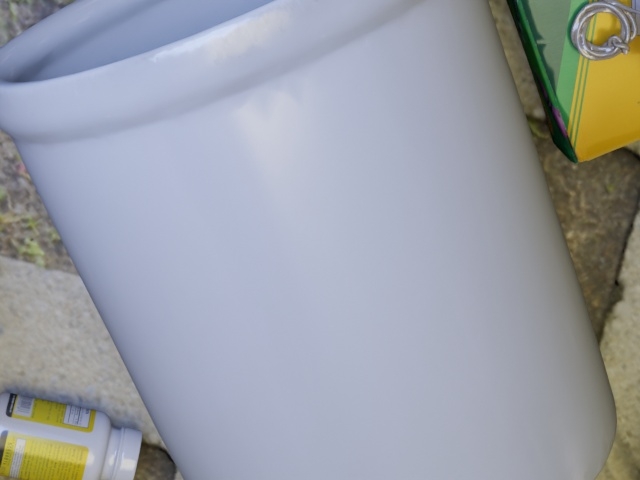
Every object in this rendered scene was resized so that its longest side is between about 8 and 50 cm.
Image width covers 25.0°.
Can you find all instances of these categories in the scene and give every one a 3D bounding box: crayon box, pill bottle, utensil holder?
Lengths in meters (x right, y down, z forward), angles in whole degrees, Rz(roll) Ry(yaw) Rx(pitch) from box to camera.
[{"bbox_3d":[0.280,-0.188,1.059,0.278,0.081,0.165,-22,108,2],"label":"crayon box"},{"bbox_3d":[-0.202,0.162,1.140,0.116,0.065,0.065,13,106,-8],"label":"pill bottle"},{"bbox_3d":[0.000,0.000,0.971,0.327,0.327,0.386,-21,109,2],"label":"utensil holder"}]

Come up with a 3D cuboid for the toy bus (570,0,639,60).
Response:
[{"bbox_3d":[0.291,-0.156,0.940,0.191,0.104,0.202,40,102,7],"label":"toy bus"}]
